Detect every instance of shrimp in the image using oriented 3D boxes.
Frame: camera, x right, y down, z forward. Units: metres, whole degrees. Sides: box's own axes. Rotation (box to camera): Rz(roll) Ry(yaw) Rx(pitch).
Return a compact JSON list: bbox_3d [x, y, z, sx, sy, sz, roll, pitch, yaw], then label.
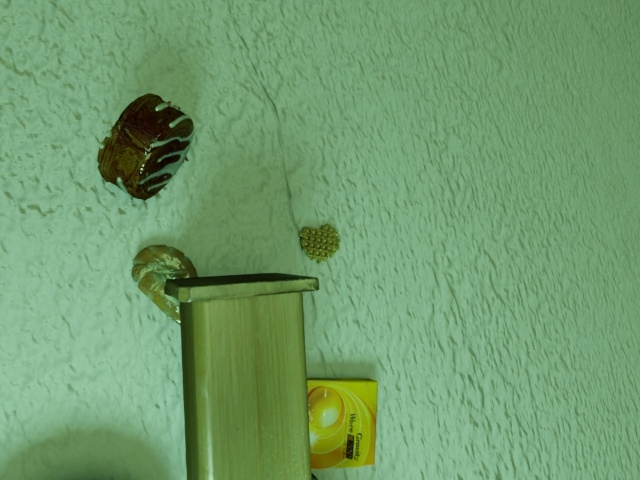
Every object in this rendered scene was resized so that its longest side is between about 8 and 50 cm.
[{"bbox_3d":[-0.231,0.086,0.667,0.091,0.043,0.184,-35,95,-29],"label":"shrimp"}]

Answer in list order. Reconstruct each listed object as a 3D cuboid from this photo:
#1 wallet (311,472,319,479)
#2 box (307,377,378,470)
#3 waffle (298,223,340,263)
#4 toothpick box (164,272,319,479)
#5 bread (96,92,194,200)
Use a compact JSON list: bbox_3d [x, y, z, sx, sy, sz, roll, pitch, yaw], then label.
[{"bbox_3d":[-0.051,0.486,0.611,0.231,0.170,0.069,-52,141,-12],"label":"wallet"},{"bbox_3d":[-0.023,0.322,0.721,0.269,0.043,0.152,8,80,-22],"label":"box"},{"bbox_3d":[0.002,0.001,0.804,0.085,0.016,0.078,-23,95,-26],"label":"waffle"},{"bbox_3d":[-0.112,0.205,0.585,0.187,0.190,0.308,-2,87,-28],"label":"toothpick box"},{"bbox_3d":[-0.260,-0.142,0.629,0.073,0.160,0.160,29,70,-4],"label":"bread"}]
